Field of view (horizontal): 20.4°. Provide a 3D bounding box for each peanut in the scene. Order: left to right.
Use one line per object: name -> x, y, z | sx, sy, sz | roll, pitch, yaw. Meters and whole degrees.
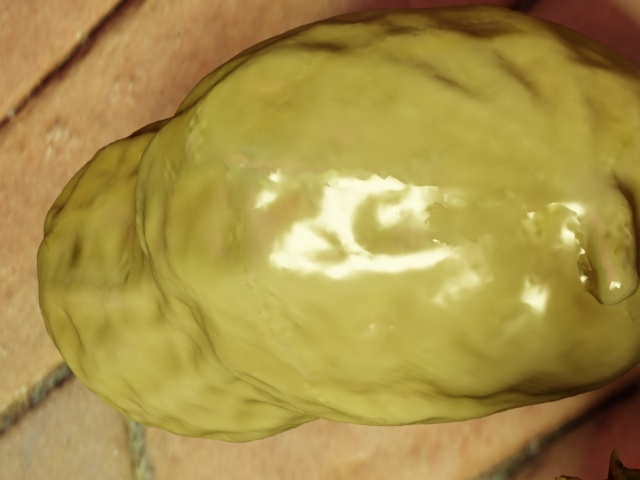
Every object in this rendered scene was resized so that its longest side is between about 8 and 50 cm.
peanut -> -0.004, -0.006, 0.651 | 0.291, 0.159, 0.143 | -11, 46, 47

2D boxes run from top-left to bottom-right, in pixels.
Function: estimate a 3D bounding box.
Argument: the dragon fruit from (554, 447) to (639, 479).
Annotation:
dragon fruit -> 0.117, 0.172, 0.424 | 0.307, 0.243, 0.227 | -119, 12, -60
